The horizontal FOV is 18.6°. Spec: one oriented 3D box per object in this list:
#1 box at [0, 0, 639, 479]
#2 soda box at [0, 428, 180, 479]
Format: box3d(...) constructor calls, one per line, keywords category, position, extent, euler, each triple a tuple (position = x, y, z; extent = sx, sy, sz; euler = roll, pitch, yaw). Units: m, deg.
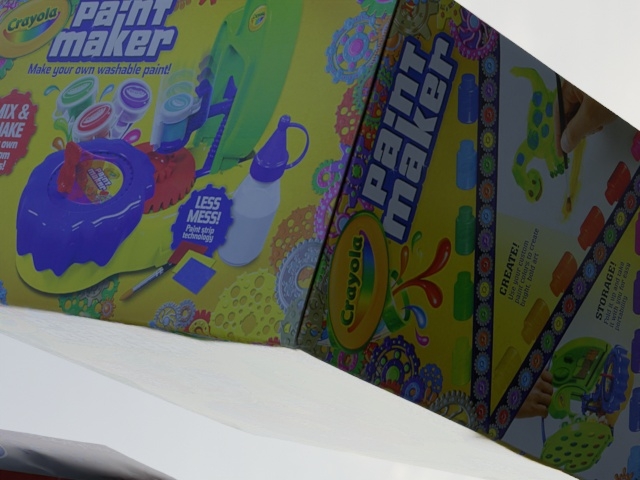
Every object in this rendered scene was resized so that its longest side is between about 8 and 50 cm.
box3d(category="box", position=(0.000, 0.000, 0.999), extent=(0.279, 0.290, 0.177), euler=(28, -106, -42))
box3d(category="soda box", position=(-0.165, 0.136, 0.919), extent=(0.263, 0.083, 0.092), euler=(21, -91, -57))
